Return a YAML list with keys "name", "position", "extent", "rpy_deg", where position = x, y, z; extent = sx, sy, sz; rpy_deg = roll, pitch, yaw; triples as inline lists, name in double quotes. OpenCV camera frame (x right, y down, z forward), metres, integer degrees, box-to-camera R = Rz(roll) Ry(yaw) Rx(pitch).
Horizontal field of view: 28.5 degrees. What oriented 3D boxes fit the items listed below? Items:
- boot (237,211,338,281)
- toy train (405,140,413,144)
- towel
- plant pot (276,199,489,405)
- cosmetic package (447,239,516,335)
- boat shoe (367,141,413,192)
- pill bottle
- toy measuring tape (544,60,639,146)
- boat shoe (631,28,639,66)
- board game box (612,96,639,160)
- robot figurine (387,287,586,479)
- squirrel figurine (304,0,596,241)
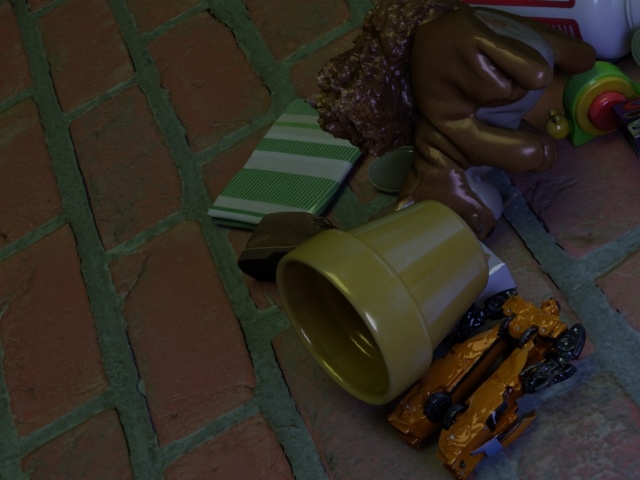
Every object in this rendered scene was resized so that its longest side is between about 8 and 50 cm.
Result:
- name: "boot"
  position: [0.000, 0.000, 2.116]
  extent: [0.305, 0.112, 0.115]
  rpy_deg: [0, 58, 35]
- name: "toy train"
  position: [0.199, -0.213, 2.273]
  extent: [0.166, 0.046, 0.125]
  rpy_deg: [-4, 46, 25]
- name: "towel"
  position: [-0.039, -0.142, 2.355]
  extent: [0.248, 0.038, 0.325]
  rpy_deg: [9, 53, 38]
- name: "plant pot"
  position: [0.104, 0.069, 1.815]
  extent: [0.239, 0.254, 0.254]
  rpy_deg: [-34, 38, -24]
- name: "cosmetic package"
  position: [0.176, 0.098, 1.952]
  extent: [0.239, 0.060, 0.099]
  rpy_deg: [-36, 41, -5]
- name: "boat shoe"
  position: [0.193, -0.140, 2.192]
  extent: [0.233, 0.084, 0.079]
  rpy_deg: [-18, 3, 26]
- name: "pill bottle"
  position: [0.436, -0.436, 2.209]
  extent: [0.408, 0.229, 0.229]
  rpy_deg: [11, 55, 39]
- name: "toy measuring tape"
  position: [0.515, -0.265, 2.074]
  extent: [0.330, 0.121, 0.121]
  rpy_deg: [-28, 40, 4]
- name: "boat shoe"
  position: [0.581, -0.289, 1.973]
  extent: [0.069, 0.081, 0.228]
  rpy_deg: [-10, 23, -25]
- name: "board game box"
  position: [0.632, -0.213, 1.908]
  extent: [0.347, 0.056, 0.208]
  rpy_deg: [-17, 13, 8]
- name: "robot figurine"
  position: [0.244, 0.195, 1.791]
  extent: [0.291, 0.085, 0.211]
  rpy_deg: [-43, 42, -13]
- name: "squirrel figurine"
  position: [0.187, -0.193, 2.018]
  extent: [0.397, 0.370, 0.281]
  rpy_deg: [27, 26, 11]
